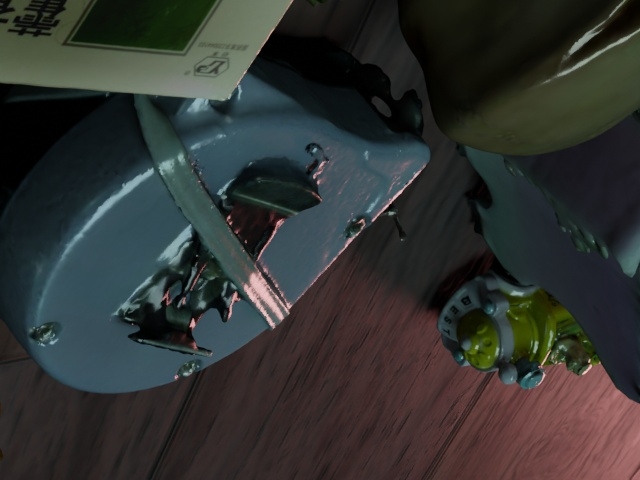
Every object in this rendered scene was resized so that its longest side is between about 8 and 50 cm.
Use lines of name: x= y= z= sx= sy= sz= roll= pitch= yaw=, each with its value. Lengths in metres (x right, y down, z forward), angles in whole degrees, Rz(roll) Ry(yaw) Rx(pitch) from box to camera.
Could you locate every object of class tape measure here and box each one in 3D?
tape measure: x=-0.065 y=-0.016 z=0.856 sx=0.182 sy=0.107 sz=0.181 roll=9 pitch=124 yaw=-52

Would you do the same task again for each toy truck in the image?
toy truck: x=0.127 y=0.054 z=1.159 sx=0.111 sy=0.077 sz=0.076 roll=-9 pitch=142 yaw=-34

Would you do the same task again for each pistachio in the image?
pistachio: x=0.125 y=-0.124 z=0.841 sx=0.206 sy=0.131 sz=0.129 roll=-40 pitch=119 yaw=19

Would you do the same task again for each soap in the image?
soap: x=0.280 y=-0.047 z=1.079 sx=0.446 sy=0.156 sz=0.261 roll=-6 pitch=141 yaw=-37

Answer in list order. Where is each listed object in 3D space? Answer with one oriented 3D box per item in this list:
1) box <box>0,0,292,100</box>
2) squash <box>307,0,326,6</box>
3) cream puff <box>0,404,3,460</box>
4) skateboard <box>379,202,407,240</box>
box: x=-0.094 y=-0.139 z=0.660 sx=0.212 sy=0.095 sz=0.168 roll=0 pitch=139 yaw=-43
squash: x=0.054 y=-0.185 z=0.714 sx=0.071 sy=0.080 sz=0.318 roll=33 pitch=135 yaw=-10
cream puff: x=-0.193 y=0.100 z=0.949 sx=0.083 sy=0.058 sz=0.083 roll=-31 pitch=148 yaw=-7
skateboard: x=0.000 y=0.000 z=1.016 sx=0.083 sy=0.032 sz=0.064 roll=-11 pitch=154 yaw=-28
